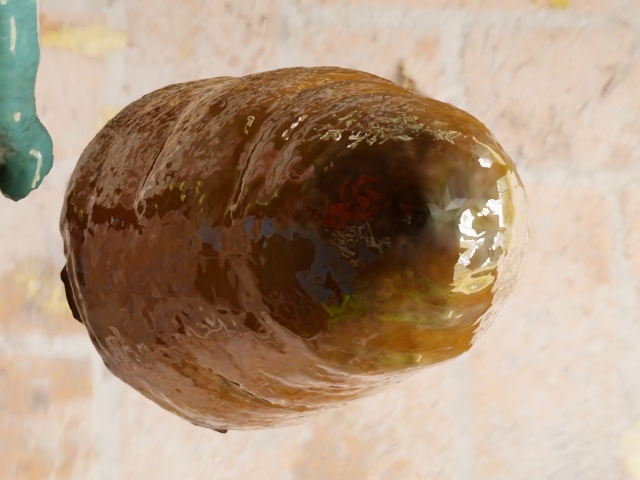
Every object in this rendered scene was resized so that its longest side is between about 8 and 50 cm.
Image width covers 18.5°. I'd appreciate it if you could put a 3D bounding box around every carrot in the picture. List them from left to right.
[{"bbox_3d":[0.000,0.000,0.762,0.159,0.225,0.159,1,87,-21],"label":"carrot"}]

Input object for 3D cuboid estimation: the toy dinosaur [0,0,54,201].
[{"bbox_3d":[-0.121,-0.177,0.608,0.383,0.331,0.129,-45,55,10],"label":"toy dinosaur"}]
